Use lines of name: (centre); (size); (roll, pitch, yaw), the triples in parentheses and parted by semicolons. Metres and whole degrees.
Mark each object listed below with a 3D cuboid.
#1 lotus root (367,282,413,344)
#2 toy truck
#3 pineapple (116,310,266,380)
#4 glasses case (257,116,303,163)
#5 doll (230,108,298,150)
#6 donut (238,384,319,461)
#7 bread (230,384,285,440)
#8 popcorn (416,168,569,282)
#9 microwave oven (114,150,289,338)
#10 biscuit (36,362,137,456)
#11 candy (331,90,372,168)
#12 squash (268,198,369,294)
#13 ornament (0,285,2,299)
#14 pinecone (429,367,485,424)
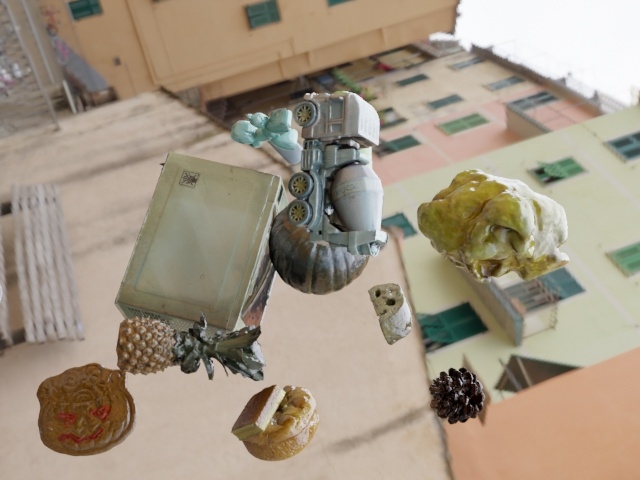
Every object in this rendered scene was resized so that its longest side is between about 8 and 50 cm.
lotus root: (0.247, 0.246, 2.650); (0.119, 0.138, 0.234); (58, 13, -28)
toy truck: (0.036, -0.101, 1.184); (0.108, 0.140, 0.256); (18, 73, -60)
pineapple: (-0.239, 0.208, 1.439); (0.130, 0.278, 0.118); (-96, -171, -52)
glasses case: (-0.127, -0.321, 2.459); (0.178, 0.067, 0.045); (46, 8, 1)
doll: (-0.135, -0.259, 1.818); (0.159, 0.159, 0.059); (87, 11, -70)
donut: (-0.112, 0.480, 2.022); (0.226, 0.227, 0.113); (-132, -160, -65)
bread: (-0.116, 0.322, 1.431); (0.035, 0.094, 0.090); (44, -42, -12)
popcorn: (0.426, -0.042, 1.804); (0.292, 0.334, 0.293); (-32, -109, 43)
microwave oven: (-0.262, 0.040, 1.818); (0.247, 0.333, 0.394); (90, 14, -67)
biscuit: (-0.655, 0.474, 2.143); (0.049, 0.273, 0.257); (100, -21, -70)
candy: (0.065, -0.240, 2.064); (0.142, 0.132, 0.343); (34, 49, -49)
squash: (-0.002, 0.004, 1.532); (0.218, 0.218, 0.172); (59, -5, 49)
ornament: (-0.827, 0.099, 1.553); (0.337, 0.337, 0.336); (161, -90, -79)
pinecone: (0.324, 0.373, 1.840); (0.140, 0.121, 0.140); (-21, -119, 44)
